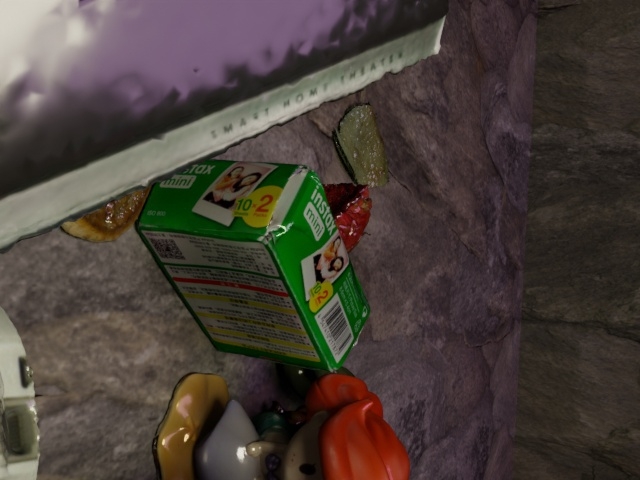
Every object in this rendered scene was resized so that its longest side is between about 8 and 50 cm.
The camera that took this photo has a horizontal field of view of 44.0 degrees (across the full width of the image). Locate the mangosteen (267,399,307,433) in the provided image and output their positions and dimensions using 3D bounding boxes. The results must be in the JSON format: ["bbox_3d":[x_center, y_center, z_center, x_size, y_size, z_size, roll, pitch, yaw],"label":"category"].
[{"bbox_3d":[-0.027,0.266,1.004,0.140,0.140,0.140,3,90,-65],"label":"mangosteen"}]

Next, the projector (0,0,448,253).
[{"bbox_3d":[-0.158,-0.242,0.394,0.395,0.242,0.405,-29,120,-28],"label":"projector"}]

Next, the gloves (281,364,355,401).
[{"bbox_3d":[0.008,0.175,1.064,0.135,0.107,0.268,-113,-176,-75],"label":"gloves"}]

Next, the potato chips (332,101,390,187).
[{"bbox_3d":[0.072,-0.152,1.270,0.209,0.026,0.142,-19,112,-61],"label":"potato chips"}]

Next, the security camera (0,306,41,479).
[{"bbox_3d":[-0.281,0.101,0.370,0.236,0.195,0.194,13,80,-56],"label":"security camera"}]

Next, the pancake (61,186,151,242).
[{"bbox_3d":[-0.193,-0.075,0.714,0.158,0.028,0.158,6,90,-65],"label":"pancake"}]

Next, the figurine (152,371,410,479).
[{"bbox_3d":[-0.020,0.223,0.840,0.208,0.257,0.180,43,54,-59],"label":"figurine"}]

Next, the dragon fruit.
[{"bbox_3d":[-0.001,0.002,0.989,0.127,0.161,0.120,46,49,-43],"label":"dragon fruit"}]

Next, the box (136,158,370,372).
[{"bbox_3d":[-0.061,0.028,0.828,0.103,0.180,0.250,-63,147,-35],"label":"box"}]
